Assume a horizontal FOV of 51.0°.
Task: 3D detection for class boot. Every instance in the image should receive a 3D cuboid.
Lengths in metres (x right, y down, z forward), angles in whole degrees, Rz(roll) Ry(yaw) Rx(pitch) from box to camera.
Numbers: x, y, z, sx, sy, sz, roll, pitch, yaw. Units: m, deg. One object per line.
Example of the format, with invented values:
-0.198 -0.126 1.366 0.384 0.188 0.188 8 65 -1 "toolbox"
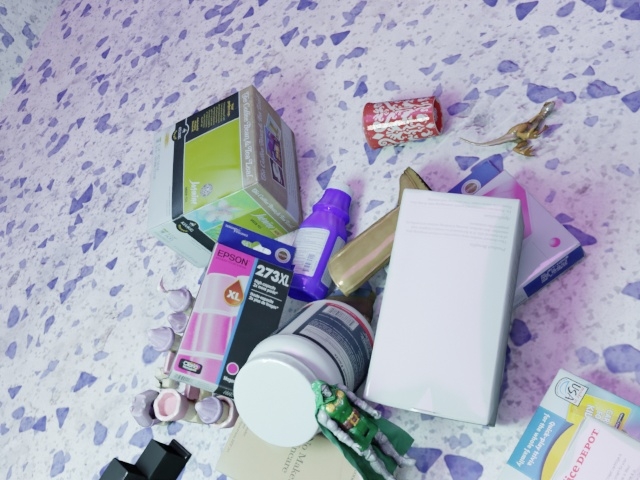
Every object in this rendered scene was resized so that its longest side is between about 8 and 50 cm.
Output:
0.024 0.164 1.447 0.219 0.082 0.106 -9 35 33 "boot"
0.128 -0.028 1.443 0.269 0.089 0.236 -40 18 11 "boot"

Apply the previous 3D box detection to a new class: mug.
0.199 -0.298 1.591 0.169 0.113 0.150 -4 61 27 "mug"

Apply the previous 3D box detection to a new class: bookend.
-0.384 0.488 1.426 0.072 0.157 0.156 24 77 40 "bookend"

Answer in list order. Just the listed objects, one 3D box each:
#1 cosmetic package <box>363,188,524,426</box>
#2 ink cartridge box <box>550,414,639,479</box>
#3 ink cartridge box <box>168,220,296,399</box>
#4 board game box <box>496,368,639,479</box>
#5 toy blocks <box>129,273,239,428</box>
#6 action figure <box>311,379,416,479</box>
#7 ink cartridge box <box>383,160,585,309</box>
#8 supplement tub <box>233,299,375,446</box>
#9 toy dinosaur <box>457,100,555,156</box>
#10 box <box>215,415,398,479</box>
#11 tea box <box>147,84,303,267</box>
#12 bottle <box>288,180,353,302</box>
0.227 0.117 1.186 0.217 0.156 0.385 9 79 22 "cosmetic package"
0.434 0.360 0.923 0.203 0.086 0.148 26 80 40 "ink cartridge box"
-0.165 0.130 1.370 0.069 0.175 0.371 128 160 -56 "ink cartridge box"
0.459 0.383 1.005 0.336 0.079 0.254 25 77 41 "board game box"
-0.300 0.250 1.433 0.308 0.260 0.289 -4 67 29 "toy blocks"
0.062 0.311 1.104 0.063 0.232 0.137 -23 25 51 "action figure"
0.294 0.013 1.358 0.324 0.071 0.330 -39 49 6 "ink cartridge box"
-0.022 0.239 1.252 0.191 0.272 0.191 8 109 23 "supplement tub"
0.418 -0.224 1.446 0.211 0.064 0.112 -25 32 5 "toy dinosaur"
-0.029 0.431 1.258 0.310 0.121 0.148 9 66 37 "box"
-0.241 -0.158 1.707 0.323 0.220 0.329 -21 52 21 "tea box"
0.000 0.000 1.536 0.118 0.092 0.283 2 62 40 "bottle"
